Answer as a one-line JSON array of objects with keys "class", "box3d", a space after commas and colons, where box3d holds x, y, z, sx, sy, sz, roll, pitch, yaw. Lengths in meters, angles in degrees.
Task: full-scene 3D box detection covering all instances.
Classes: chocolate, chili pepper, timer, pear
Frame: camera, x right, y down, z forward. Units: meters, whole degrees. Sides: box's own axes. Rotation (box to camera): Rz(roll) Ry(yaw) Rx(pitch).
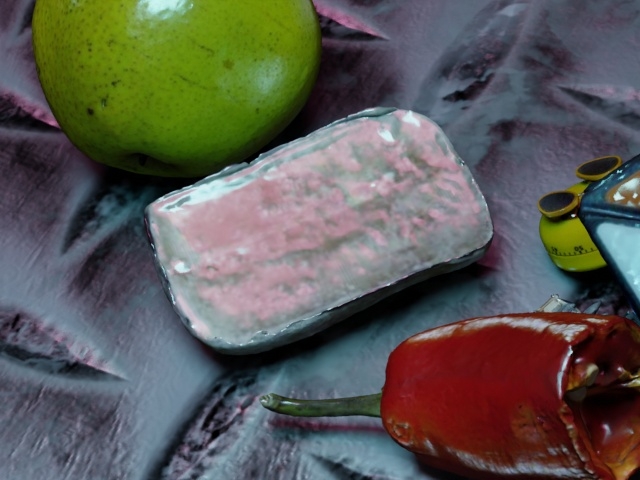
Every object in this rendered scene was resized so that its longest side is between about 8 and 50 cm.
[{"class": "chocolate", "box3d": [0.000, 0.000, 1.453, 0.303, 0.100, 0.185, -23, 60, -7]}, {"class": "chili pepper", "box3d": [0.121, 0.130, 1.286, 0.338, 0.134, 0.131, -9, 30, 48]}, {"class": "timer", "box3d": [0.258, -0.007, 1.432, 0.107, 0.109, 0.107, -25, 22, 11]}, {"class": "pear", "box3d": [-0.143, -0.198, 1.544, 0.294, 0.294, 0.294, -5, 49, 6]}]

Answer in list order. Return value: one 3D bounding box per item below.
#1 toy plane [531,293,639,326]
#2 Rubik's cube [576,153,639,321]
[{"class": "toy plane", "box3d": [0.264, 0.082, 1.357, 0.188, 0.062, 0.135, -38, 80, -25]}, {"class": "Rubik's cube", "box3d": [0.377, 0.035, 1.188, 0.250, 0.248, 0.246, -35, 60, 13]}]
